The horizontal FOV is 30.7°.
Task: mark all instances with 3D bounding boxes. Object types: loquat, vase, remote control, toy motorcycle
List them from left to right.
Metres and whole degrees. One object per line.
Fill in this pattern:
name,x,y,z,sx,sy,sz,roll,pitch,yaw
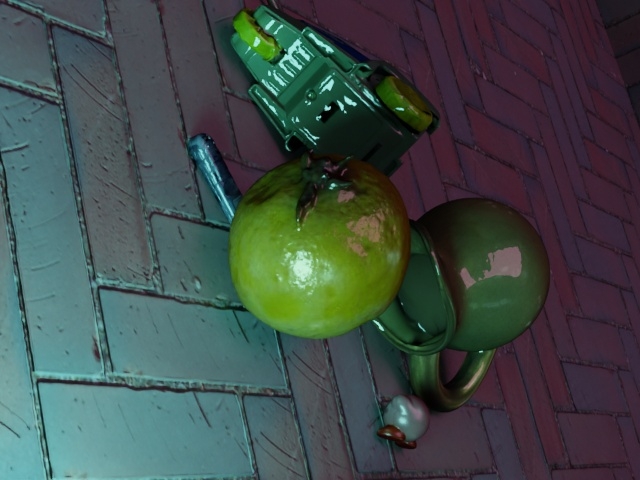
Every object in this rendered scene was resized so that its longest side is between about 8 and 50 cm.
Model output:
remote control,-0.126,-0.071,1.531,0.152,0.027,0.043,63,24,-12
loquat,0.000,0.000,1.466,0.244,0.244,0.244,39,38,-40
toy motorcycle,0.010,-0.229,1.750,0.326,0.191,0.200,46,21,0
vase,0.201,0.107,1.792,0.302,0.241,0.329,-16,109,-50

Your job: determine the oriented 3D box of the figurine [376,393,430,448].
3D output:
figurine,0.124,0.257,1.668,0.083,0.067,0.071,50,49,-57

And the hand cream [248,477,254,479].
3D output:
hand cream,-0.056,0.357,1.319,0.076,0.047,0.174,-12,71,-61

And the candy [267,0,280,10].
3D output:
candy,-0.113,-0.457,1.817,0.091,0.083,0.305,-89,156,-66
